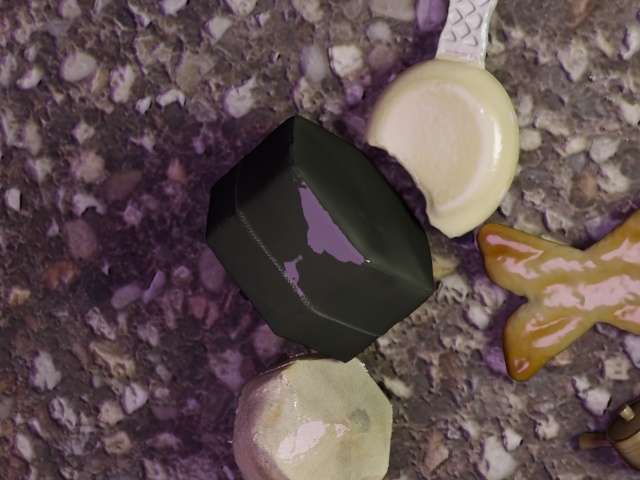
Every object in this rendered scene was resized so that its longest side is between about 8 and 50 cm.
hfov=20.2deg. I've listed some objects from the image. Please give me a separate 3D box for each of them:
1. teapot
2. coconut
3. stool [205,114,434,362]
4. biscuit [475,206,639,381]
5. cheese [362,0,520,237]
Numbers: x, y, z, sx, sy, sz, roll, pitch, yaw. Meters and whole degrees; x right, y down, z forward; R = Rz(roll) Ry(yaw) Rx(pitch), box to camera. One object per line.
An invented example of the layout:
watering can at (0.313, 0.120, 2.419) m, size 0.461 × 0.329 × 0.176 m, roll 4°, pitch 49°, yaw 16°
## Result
teapot at (0.311, 0.192, 1.783) m, size 0.080 × 0.085 × 0.110 m, roll 47°, pitch 139°, yaw -14°
coconut at (-0.004, 0.190, 1.820) m, size 0.162 × 0.161 × 0.161 m, roll -28°, pitch 85°, yaw 54°
stool at (0.000, 0.000, 1.778) m, size 0.141 × 0.232 × 0.232 m, roll -41°, pitch 82°, yaw 20°
biscuit at (0.270, 0.046, 1.775) m, size 0.208 × 0.047 × 0.164 m, roll -11°, pitch 95°, yaw 19°
cheese at (0.147, -0.137, 1.788) m, size 0.163 × 0.071 × 0.248 m, roll 35°, pitch 104°, yaw 13°
